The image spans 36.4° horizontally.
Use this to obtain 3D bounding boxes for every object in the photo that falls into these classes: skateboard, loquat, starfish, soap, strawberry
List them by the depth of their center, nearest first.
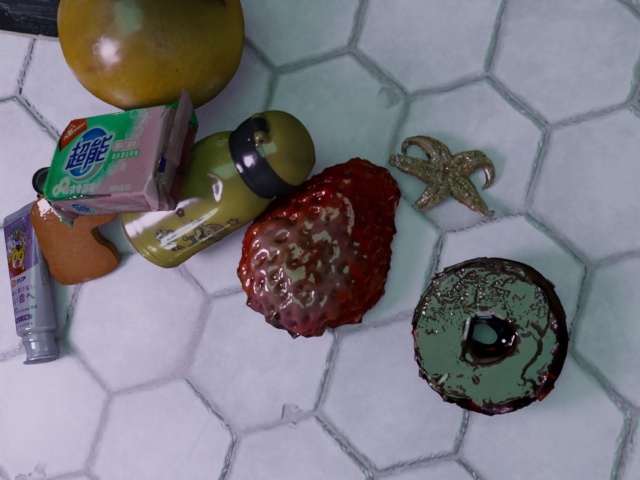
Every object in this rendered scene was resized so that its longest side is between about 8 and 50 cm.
[{"bbox_3d":[-0.331,-0.133,1.629,0.273,0.098,0.218,-1,67,38],"label":"soap"},{"bbox_3d":[0.000,0.000,1.671,0.265,0.149,0.336,34,89,17],"label":"strawberry"},{"bbox_3d":[0.219,-0.110,1.687,0.209,0.053,0.150,44,97,13],"label":"starfish"},{"bbox_3d":[-0.310,-0.363,1.728,0.328,0.328,0.359,57,138,14],"label":"loquat"},{"bbox_3d":[-0.472,-0.098,1.827,0.151,0.080,0.067,17,80,12],"label":"skateboard"}]

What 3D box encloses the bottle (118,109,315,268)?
[{"bbox_3d":[-0.166,-0.096,1.667,0.351,0.171,0.172,-27,76,24],"label":"bottle"}]

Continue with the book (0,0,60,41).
[{"bbox_3d":[-0.546,-0.586,1.945,0.262,0.028,0.374,11,85,16],"label":"book"}]

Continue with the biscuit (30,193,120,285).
[{"bbox_3d":[-0.429,-0.015,1.783,0.186,0.036,0.192,-13,112,7],"label":"biscuit"}]

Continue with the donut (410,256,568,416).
[{"bbox_3d":[0.280,0.157,1.608,0.269,0.103,0.270,-2,83,15],"label":"donut"}]

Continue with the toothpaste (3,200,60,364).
[{"bbox_3d":[-0.545,0.080,1.823,0.114,0.073,0.299,-23,73,38],"label":"toothpaste"}]
